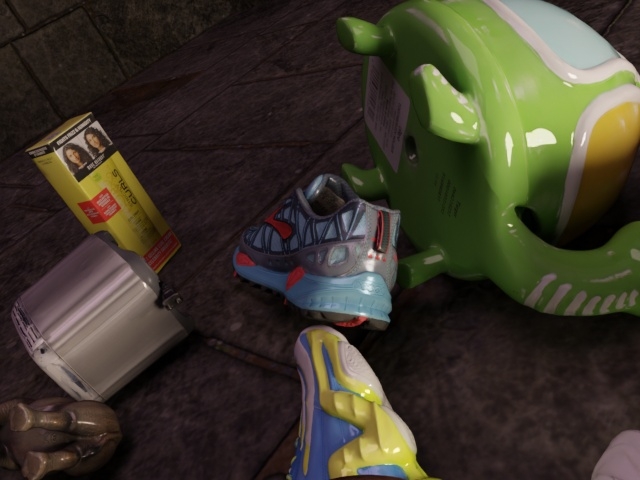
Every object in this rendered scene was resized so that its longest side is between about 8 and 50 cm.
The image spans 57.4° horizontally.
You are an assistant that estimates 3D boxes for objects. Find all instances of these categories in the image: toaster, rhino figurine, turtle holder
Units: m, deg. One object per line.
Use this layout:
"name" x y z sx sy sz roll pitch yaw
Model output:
"toaster" -0.249 0.088 0.667 0.146 0.129 0.227 -43 35 -19
"rhino figurine" -0.297 0.191 0.577 0.243 0.106 0.073 -8 75 32
"turtle holder" 0.164 -0.089 0.498 0.227 0.243 0.320 -15 23 -14

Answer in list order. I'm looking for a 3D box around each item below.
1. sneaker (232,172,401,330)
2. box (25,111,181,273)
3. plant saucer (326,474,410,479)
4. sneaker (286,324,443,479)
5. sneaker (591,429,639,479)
"sneaker" 0.000 0.000 0.561 0.262 0.104 0.125 16 91 61
"box" -0.295 -0.054 0.817 0.058 0.232 0.087 -5 35 34
"plant saucer" 0.014 0.210 0.268 0.199 0.036 0.198 -13 57 21
"sneaker" 0.002 0.152 0.393 0.126 0.091 0.240 -32 30 -7
"sneaker" 0.179 0.182 0.224 0.115 0.090 0.232 -39 22 -8
